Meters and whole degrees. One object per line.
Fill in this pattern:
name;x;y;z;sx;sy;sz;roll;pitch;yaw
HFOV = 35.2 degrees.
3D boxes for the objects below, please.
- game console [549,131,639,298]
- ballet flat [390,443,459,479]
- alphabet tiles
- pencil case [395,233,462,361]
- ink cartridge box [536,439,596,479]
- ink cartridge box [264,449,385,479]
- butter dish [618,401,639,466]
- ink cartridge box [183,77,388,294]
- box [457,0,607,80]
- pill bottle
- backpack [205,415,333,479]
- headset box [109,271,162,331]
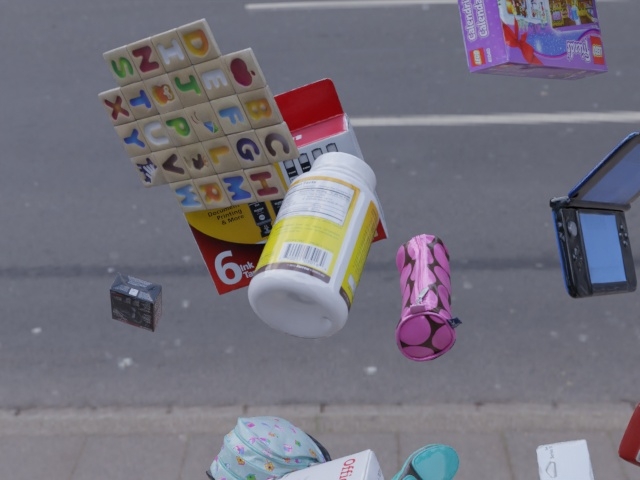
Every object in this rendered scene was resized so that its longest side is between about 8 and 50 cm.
game console;0.539;-0.038;1.751;0.173;0.250;0.293;-14;-8;37
ballet flat;0.155;0.432;1.765;0.083;0.087;0.247;54;36;8
alphabet tiles;-0.192;-0.176;1.519;0.343;0.285;0.011;-7;26;41
pencil case;0.149;0.073;1.438;0.095;0.098;0.209;-20;29;14
ink cartridge box;0.417;0.451;1.635;0.087;0.208;0.153;-13;21;13
ink cartridge box;-0.037;0.267;0.871;0.191;0.082;0.139;-18;12;14
butter dish;0.548;0.280;1.509;0.160;0.160;0.118;21;49;18
ink cartridge box;-0.076;-0.093;1.709;0.309;0.271;0.130;-20;20;6
box;0.268;-0.312;1.285;0.057;0.201;0.293;-10;-2;39
pill bottle;0.000;0.000;1.180;0.117;0.117;0.215;7;51;18
backpack;-0.073;0.314;1.424;0.152;0.115;0.182;25;5;36
headset box;-0.245;0.085;1.341;0.062;0.083;0.032;17;55;5
